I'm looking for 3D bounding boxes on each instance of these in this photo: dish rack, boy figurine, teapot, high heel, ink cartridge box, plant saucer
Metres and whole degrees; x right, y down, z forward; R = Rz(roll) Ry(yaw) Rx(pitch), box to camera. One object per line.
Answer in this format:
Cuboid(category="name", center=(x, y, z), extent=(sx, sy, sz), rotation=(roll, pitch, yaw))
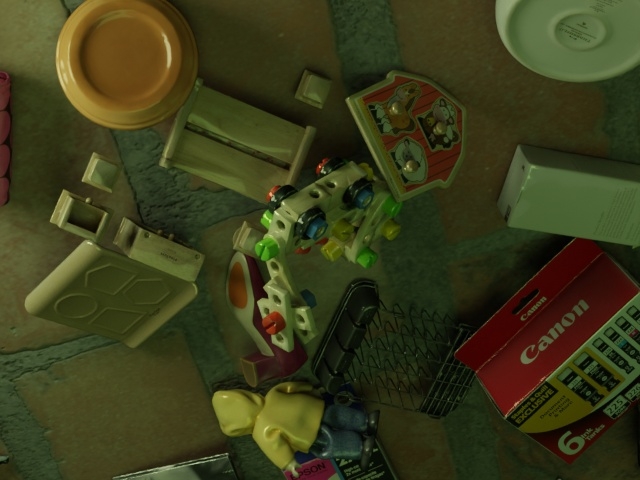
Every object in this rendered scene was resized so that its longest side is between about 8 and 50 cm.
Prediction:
Cuboid(category="dish rack", center=(0.144, 0.195, 1.987), extent=(0.271, 0.074, 0.208), rotation=(15, 117, -20))
Cuboid(category="boy figurine", center=(-0.047, 0.317, 1.977), extent=(0.285, 0.177, 0.092), rotation=(10, 140, 2))
Cuboid(category="teapot", center=(0.363, -0.360, 1.643), extent=(0.252, 0.187, 0.256), rotation=(-8, 143, 27))
Cuboid(category="high heel", center=(-0.081, 0.117, 1.920), extent=(0.117, 0.082, 0.244), rotation=(-22, 111, -33))
Cuboid(category="ink cartridge box", center=(0.424, 0.183, 1.951), extent=(0.309, 0.130, 0.272), rotation=(-46, 126, 11))
Cuboid(category="ink cartridge box", center=(0.046, 0.433, 2.116), extent=(0.176, 0.069, 0.371), rotation=(-23, 118, 4))
Cuboid(category="plant saucer", center=(-0.269, -0.254, 1.628), extent=(0.200, 0.037, 0.200), rotation=(0, 89, -3))

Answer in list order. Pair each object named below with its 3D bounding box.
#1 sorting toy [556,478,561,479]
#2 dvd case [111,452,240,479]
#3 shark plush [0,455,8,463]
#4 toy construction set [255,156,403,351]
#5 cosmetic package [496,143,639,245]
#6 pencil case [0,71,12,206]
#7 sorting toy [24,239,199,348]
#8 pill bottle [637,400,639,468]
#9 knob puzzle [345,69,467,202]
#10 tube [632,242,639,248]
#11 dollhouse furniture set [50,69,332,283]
Cuboid(category="sorting toy", center=(0.472, 0.499, 2.236), extent=(0.083, 0.045, 0.075), rotation=(20, 134, -19))
Cuboid(category="dvd case", center=(-0.242, 0.466, 2.086), extent=(0.221, 0.018, 0.164), rotation=(-13, 117, 10))
Cuboid(category="shark plush", center=(-0.612, 0.367, 1.980), extent=(0.161, 0.073, 0.067), rotation=(8, 88, -8))
Cuboid(category="toy construction set", center=(0.000, 0.000, 1.705), extent=(0.151, 0.327, 0.215), rotation=(28, 136, 13))
Cuboid(category="cosmetic package", center=(0.411, -0.072, 1.868), extent=(0.231, 0.085, 0.117), rotation=(10, 117, -12))
Cuboid(category="pencil case", center=(-0.495, -0.144, 1.684), extent=(0.098, 0.095, 0.209), rotation=(14, 116, 7))
Cuboid(category="sorting toy", center=(-0.325, 0.083, 1.831), extent=(0.208, 0.038, 0.193), rotation=(26, 129, -34))
Cuboid(category="pill bottle", center=(0.653, 0.356, 2.106), extent=(0.162, 0.162, 0.278), rotation=(-11, 120, -2))
Cuboid(category="knob puzzle", center=(0.151, -0.167, 1.735), extent=(0.213, 0.213, 0.030), rotation=(27, 154, -22))
Cuboid(category="tube", center=(0.565, -0.098, 1.889), extent=(0.070, 0.062, 0.240), rotation=(9, 119, -8))
Cuboid(category="dollhouse furniture set", center=(-0.198, -0.134, 1.756), extent=(0.303, 0.174, 0.355), rotation=(23, 89, -18))
